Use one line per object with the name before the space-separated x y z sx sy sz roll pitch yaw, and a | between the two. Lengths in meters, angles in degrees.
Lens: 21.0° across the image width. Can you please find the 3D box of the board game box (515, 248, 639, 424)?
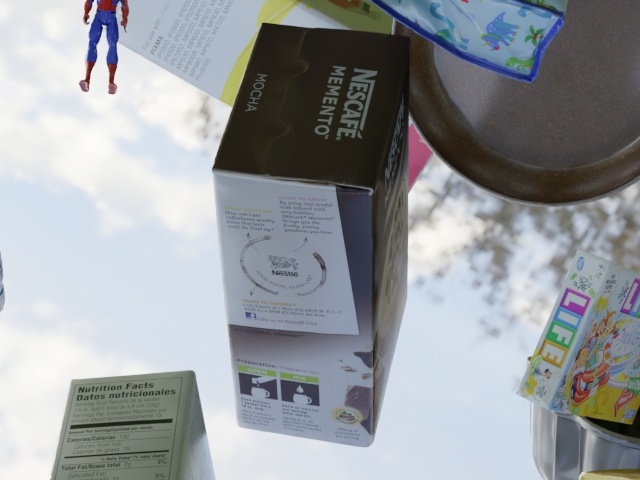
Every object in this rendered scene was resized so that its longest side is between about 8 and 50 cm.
board game box | 0.192 0.068 1.165 0.026 0.103 0.154 24 -176 31

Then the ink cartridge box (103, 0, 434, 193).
ink cartridge box | -0.019 -0.243 1.978 0.385 0.160 0.279 29 -153 -4

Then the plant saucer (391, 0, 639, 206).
plant saucer | 0.223 -0.188 1.685 0.311 0.310 0.050 31 -157 11

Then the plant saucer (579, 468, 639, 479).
plant saucer | 0.396 0.312 1.353 0.081 0.332 0.333 -35 -161 -31

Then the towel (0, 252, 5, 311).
towel | -0.247 0.027 1.166 0.067 0.119 0.029 -2 -115 -9

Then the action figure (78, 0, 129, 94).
action figure | -0.176 -0.177 1.412 0.038 0.115 0.030 3 158 -3

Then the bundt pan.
bundt pan | 0.352 0.206 1.682 0.331 0.124 0.331 7 -165 -2

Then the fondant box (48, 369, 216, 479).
fondant box | -0.120 0.278 1.132 0.096 0.238 0.330 -4 -147 5

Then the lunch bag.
lunch bag | 0.112 -0.209 1.291 0.151 0.096 0.128 19 -128 -1

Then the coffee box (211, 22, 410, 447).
coffee box | 0.000 0.000 1.333 0.119 0.297 0.168 8 -132 9
